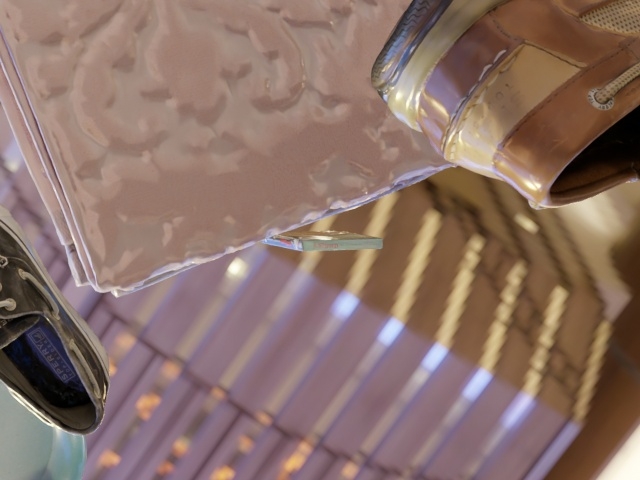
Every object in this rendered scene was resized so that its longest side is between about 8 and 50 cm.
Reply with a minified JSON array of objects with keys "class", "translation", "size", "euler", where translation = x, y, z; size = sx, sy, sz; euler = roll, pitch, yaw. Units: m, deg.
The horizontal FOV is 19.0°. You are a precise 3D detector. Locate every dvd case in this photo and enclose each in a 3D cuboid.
[{"class":"dvd case","translation":[0.000,0.000,1.930],"size":[0.087,0.013,0.119],"euler":[-2,-177,-22]}]

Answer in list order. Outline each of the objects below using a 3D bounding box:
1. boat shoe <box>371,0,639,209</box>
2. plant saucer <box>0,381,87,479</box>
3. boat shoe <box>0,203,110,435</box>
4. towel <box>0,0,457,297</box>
[{"class":"boat shoe","translation":[0.169,-0.076,0.891],"size":[0.324,0.122,0.120],"euler":[-16,-124,-39]},{"class":"plant saucer","translation":[-0.399,0.240,1.973],"size":[0.318,0.317,0.043],"euler":[21,-157,-38]},{"class":"boat shoe","translation":[-0.217,0.044,1.308],"size":[0.219,0.078,0.070],"euler":[50,-169,-24]},{"class":"towel","translation":[-0.044,-0.161,1.035],"size":[0.332,0.053,0.317],"euler":[-20,-92,-32]}]
